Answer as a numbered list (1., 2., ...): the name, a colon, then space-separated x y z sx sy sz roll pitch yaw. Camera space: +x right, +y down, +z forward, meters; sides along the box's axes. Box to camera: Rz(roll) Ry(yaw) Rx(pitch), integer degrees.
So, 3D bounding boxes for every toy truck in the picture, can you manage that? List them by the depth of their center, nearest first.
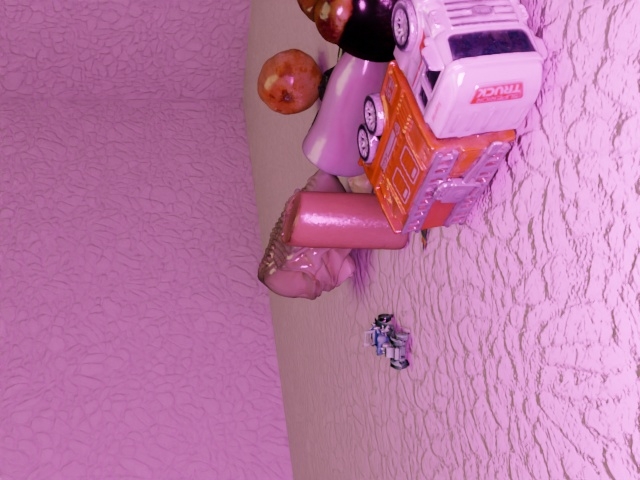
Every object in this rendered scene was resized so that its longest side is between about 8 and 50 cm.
1. toy truck: 0.182 -0.174 1.011 0.387 0.174 0.206 104 153 -60
2. toy truck: 0.137 0.218 1.485 0.154 0.078 0.080 -133 41 -71

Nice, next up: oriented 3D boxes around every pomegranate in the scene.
1. pomegranate: -0.094 -0.485 2.099 0.207 0.207 0.207 178 90 -77

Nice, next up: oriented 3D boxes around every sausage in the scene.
1. sausage: 0.049 -0.041 1.436 0.123 0.253 0.123 -179 90 -81

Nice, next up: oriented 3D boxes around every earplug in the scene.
1. earplug: 0.075 -0.309 1.516 0.301 0.173 0.172 108 157 -43

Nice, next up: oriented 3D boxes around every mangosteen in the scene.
1. mangosteen: 0.068 -0.435 1.146 0.275 0.303 0.274 19 111 61

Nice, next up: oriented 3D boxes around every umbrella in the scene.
1. umbrella: 0.040 -0.372 1.790 0.118 0.118 0.339 -114 34 -59

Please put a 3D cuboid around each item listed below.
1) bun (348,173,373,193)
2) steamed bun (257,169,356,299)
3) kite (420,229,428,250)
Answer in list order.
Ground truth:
1. bun: 0.095 -0.145 1.653 0.086 0.055 0.086 177 90 -78
2. steamed bun: -0.004 0.003 1.795 0.310 0.220 0.324 -38 29 57
3. kite: 0.198 -0.038 1.328 0.090 0.004 0.122 117 148 -66
